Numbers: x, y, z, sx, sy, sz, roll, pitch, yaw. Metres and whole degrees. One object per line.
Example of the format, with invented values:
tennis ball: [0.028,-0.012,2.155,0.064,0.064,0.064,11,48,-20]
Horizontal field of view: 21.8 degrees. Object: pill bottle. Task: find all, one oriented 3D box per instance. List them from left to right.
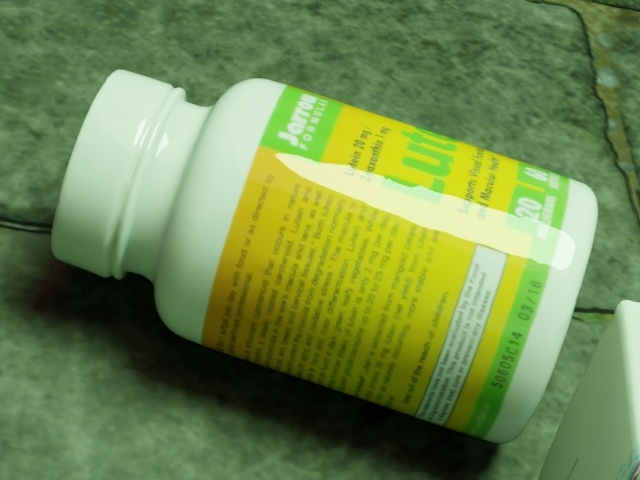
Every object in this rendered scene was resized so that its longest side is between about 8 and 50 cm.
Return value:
pill bottle: [0.000,0.000,0.821,0.245,0.136,0.136,18,39,2]

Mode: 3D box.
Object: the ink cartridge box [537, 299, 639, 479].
ink cartridge box: [0.181,0.170,0.664,0.171,0.168,0.233,12,39,-5]
